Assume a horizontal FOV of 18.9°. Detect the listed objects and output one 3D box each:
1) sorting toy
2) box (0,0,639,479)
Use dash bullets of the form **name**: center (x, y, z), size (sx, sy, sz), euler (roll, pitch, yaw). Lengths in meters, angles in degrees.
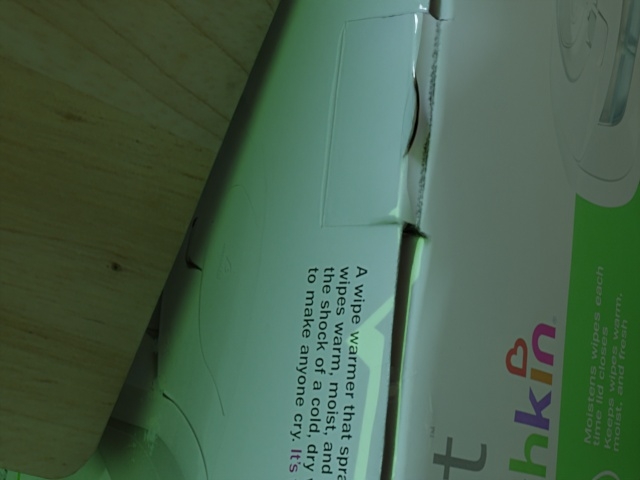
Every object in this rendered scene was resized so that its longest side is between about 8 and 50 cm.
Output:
- **sorting toy**: center (-0.120, -0.106, 0.393), size (0.089, 0.257, 0.255), euler (21, 88, 44)
- **box**: center (-0.029, -0.013, 0.542), size (0.231, 0.126, 0.262), euler (-3, 76, 37)
